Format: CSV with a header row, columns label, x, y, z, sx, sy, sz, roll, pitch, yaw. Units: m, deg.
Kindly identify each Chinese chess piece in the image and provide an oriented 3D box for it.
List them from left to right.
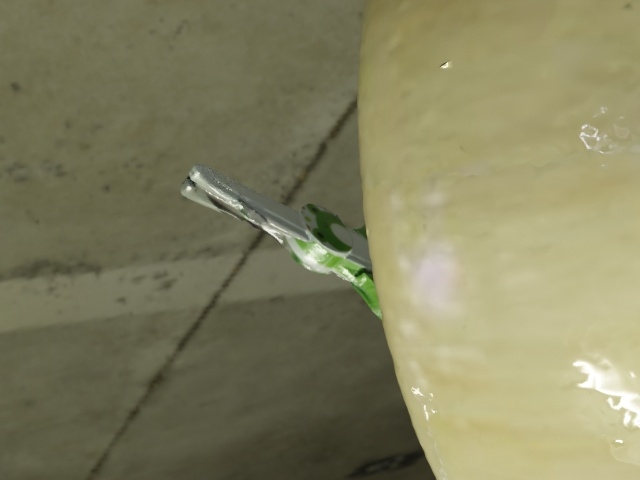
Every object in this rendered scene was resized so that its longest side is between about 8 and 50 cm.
label,x,y,z,sx,sy,sz,roll,pitch,yaw
Chinese chess piece,0.106,-0.013,0.420,0.104,0.257,0.257,-9,163,26

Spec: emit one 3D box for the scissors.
label,x,y,z,sx,sy,sz,roll,pitch,yaw
scissors,0.000,0.000,0.832,0.204,0.101,0.027,27,119,-27
